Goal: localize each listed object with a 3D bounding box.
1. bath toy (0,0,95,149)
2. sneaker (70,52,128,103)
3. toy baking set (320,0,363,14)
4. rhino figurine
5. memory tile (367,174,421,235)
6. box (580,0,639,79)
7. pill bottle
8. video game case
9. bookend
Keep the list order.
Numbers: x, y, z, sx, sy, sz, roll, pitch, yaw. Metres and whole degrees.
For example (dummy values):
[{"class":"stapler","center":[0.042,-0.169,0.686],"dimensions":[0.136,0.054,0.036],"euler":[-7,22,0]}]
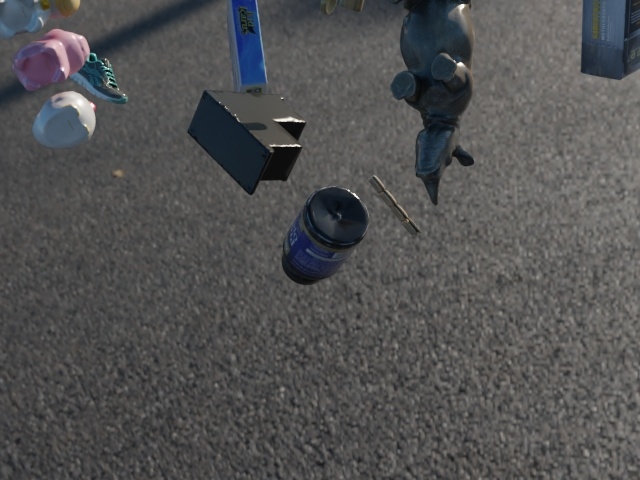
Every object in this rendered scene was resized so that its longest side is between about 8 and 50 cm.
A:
[{"class":"bath toy","center":[-0.460,-0.326,1.543],"dimensions":[0.151,0.348,0.129],"euler":[-17,29,-11]},{"class":"sneaker","center":[-0.465,-0.347,1.948],"dimensions":[0.166,0.076,0.065],"euler":[34,14,25]},{"class":"toy baking set","center":[0.047,-0.418,1.228],"dimensions":[0.030,0.256,0.197],"euler":[20,37,23]},{"class":"rhino figurine","center":[0.111,-0.155,0.879],"dimensions":[0.073,0.243,0.106],"euler":[-1,4,22]},{"class":"memory tile","center":[0.145,-0.069,1.822],"dimensions":[0.012,0.148,0.113],"euler":[-38,0,0]},{"class":"box","center":[0.387,-0.308,1.055],"dimensions":[0.231,0.183,0.056],"euler":[-30,37,-33]},{"class":"pill bottle","center":[0.000,0.000,1.700],"dimensions":[0.123,0.219,0.122],"euler":[8,63,-16]},{"class":"video game case","center":[-0.163,-0.417,2.010],"dimensions":[0.061,0.244,0.269],"euler":[-6,78,-8]},{"class":"bookend","center":[-0.077,-0.141,1.305],"dimensions":[0.157,0.072,0.156],"euler":[-7,43,-48]}]
